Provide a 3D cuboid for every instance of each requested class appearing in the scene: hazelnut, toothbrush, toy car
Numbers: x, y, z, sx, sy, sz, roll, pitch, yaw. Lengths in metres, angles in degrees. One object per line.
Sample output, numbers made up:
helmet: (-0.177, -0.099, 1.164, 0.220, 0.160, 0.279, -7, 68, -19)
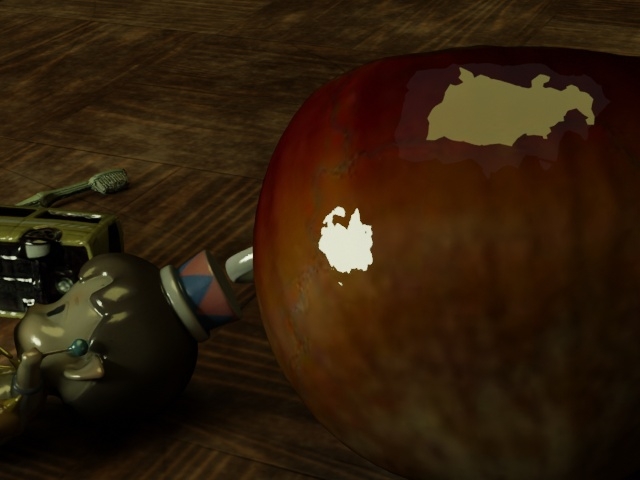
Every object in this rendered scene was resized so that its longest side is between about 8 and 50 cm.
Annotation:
hazelnut: (0.152, 0.020, 0.960, 0.409, 0.359, 0.359, 3, 27, 3)
toothbrush: (-0.347, -0.033, 1.428, 0.294, 0.026, 0.028, -22, 47, -33)
toy car: (-0.330, 0.017, 1.244, 0.257, 0.101, 0.124, 4, 23, 11)

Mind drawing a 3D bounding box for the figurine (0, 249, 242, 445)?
figurine: (-0.203, 0.083, 1.030, 0.275, 0.158, 0.161, -12, 2, -16)

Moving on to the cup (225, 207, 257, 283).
cup: (0.011, 0.005, 1.213, 0.134, 0.173, 0.142, 40, 10, 16)
